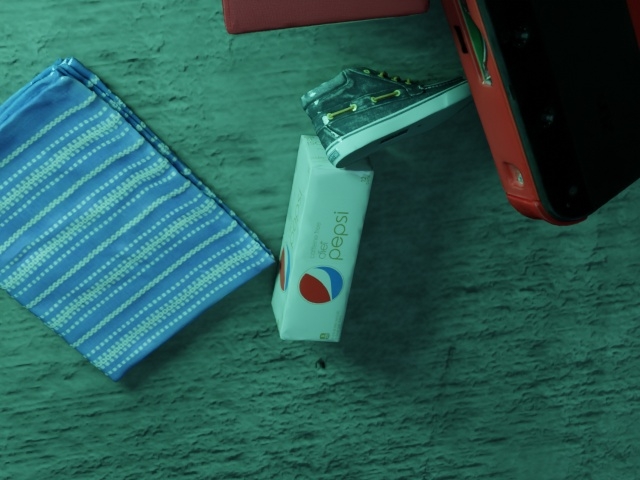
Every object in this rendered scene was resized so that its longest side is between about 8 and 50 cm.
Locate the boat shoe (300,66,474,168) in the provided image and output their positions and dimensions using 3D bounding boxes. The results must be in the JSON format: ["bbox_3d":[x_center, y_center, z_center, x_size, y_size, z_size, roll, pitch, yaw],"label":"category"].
[{"bbox_3d":[0.072,-0.146,1.688,0.183,0.083,0.065,-24,168,-23],"label":"boat shoe"}]

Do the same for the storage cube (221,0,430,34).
[{"bbox_3d":[-0.007,-0.316,1.492,0.215,0.183,0.193,-6,124,-7],"label":"storage cube"}]

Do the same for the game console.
[{"bbox_3d":[0.283,-0.233,1.617,0.342,0.060,0.386,-36,127,-19],"label":"game console"}]

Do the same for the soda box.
[{"bbox_3d":[0.000,0.000,1.759,0.069,0.074,0.216,3,121,-12],"label":"soda box"}]

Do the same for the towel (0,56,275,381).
[{"bbox_3d":[-0.238,-0.012,1.730,0.243,0.040,0.336,-37,121,14],"label":"towel"}]
